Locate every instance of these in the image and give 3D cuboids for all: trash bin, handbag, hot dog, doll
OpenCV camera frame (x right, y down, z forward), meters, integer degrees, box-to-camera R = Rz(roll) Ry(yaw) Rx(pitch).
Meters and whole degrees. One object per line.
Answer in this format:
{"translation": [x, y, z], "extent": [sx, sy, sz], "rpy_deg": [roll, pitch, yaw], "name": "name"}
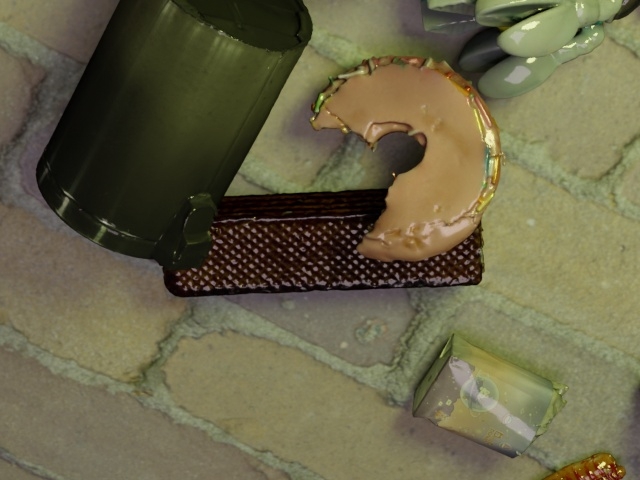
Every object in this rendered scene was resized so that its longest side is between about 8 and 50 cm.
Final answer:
{"translation": [-0.157, -0.152, 1.726], "extent": [0.203, 0.252, 0.301], "rpy_deg": [-5, 135, -47], "name": "trash bin"}
{"translation": [0.214, 0.202, 2.000], "extent": [0.173, 0.095, 0.117], "rpy_deg": [24, 122, -9], "name": "handbag"}
{"translation": [0.333, 0.325, 2.100], "extent": [0.144, 0.038, 0.062], "rpy_deg": [-28, 116, 16], "name": "hot dog"}
{"translation": [0.236, -0.244, 1.695], "extent": [0.258, 0.153, 0.195], "rpy_deg": [-14, 157, 23], "name": "doll"}

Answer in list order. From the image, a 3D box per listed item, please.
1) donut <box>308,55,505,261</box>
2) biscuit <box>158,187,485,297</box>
{"translation": [0.108, -0.099, 1.784], "extent": [0.199, 0.085, 0.233], "rpy_deg": [-19, 89, 18], "name": "donut"}
{"translation": [0.000, 0.000, 1.897], "extent": [0.388, 0.073, 0.107], "rpy_deg": [-3, 119, 2], "name": "biscuit"}
